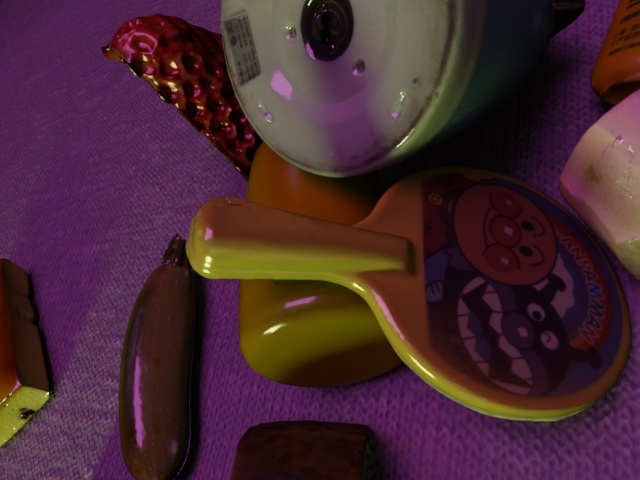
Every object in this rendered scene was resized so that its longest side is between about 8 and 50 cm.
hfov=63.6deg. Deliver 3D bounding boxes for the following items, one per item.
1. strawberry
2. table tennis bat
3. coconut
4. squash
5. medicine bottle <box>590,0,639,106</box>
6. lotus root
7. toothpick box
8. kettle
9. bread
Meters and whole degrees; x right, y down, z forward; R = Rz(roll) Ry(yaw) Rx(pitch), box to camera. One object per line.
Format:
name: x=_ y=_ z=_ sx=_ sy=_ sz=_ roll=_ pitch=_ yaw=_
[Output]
strawberry: x=-0.155 y=-0.225 z=0.739 sx=0.150 sy=0.280 sz=0.253 roll=-45 pitch=38 yaw=1
table tennis bat: x=0.083 y=0.019 z=0.410 sx=0.054 sy=0.369 sz=0.224 roll=116 pitch=161 yaw=-57
coconut: x=0.279 y=-0.052 z=0.406 sx=0.147 sy=0.147 sz=0.152 roll=-32 pitch=52 yaw=16
squash: x=-0.212 y=0.141 z=0.677 sx=0.095 sy=0.094 sz=0.340 roll=-21 pitch=56 yaw=24
medicine bottle: x=0.367 y=-0.265 z=0.514 sx=0.111 sy=0.076 sz=0.308 roll=14 pitch=72 yaw=39
lotus root: x=-0.023 y=0.260 z=0.434 sx=0.119 sy=0.138 sz=0.234 roll=6 pitch=57 yaw=5
toothpick box: x=0.000 y=0.000 z=0.553 sx=0.175 sy=0.175 sz=0.271 roll=-25 pitch=49 yaw=22
kettle: x=0.080 y=-0.222 z=0.544 sx=0.320 sy=0.342 sz=0.247 roll=9 pitch=113 yaw=40
bread: x=-0.572 y=0.180 z=0.917 sx=0.138 sy=0.077 sz=0.361 roll=-47 pitch=47 yaw=4
